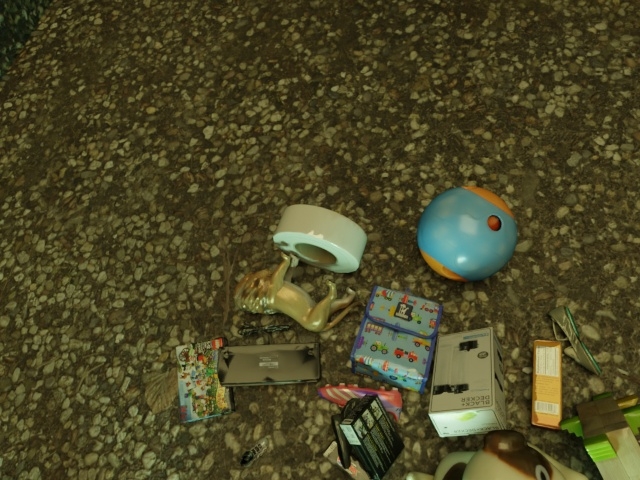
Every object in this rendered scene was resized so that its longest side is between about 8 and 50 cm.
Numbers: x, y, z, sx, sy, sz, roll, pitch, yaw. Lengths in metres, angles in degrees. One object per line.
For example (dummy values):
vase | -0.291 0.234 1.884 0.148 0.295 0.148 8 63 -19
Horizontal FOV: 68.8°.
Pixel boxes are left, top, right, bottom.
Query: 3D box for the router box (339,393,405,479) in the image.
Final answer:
router box | 0.143 0.529 1.263 0.133 0.046 0.178 -33 98 -42

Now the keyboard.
keyboard | -0.160 0.348 1.453 0.318 0.033 0.201 -1 64 -3

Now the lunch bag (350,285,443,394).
lunch bag | 0.238 0.276 1.412 0.221 0.138 0.293 13 57 15

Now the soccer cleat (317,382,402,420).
soccer cleat | 0.113 0.468 1.357 0.248 0.083 0.095 1 71 6

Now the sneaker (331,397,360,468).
sneaker | 0.084 0.527 1.283 0.089 0.051 0.170 -9 75 -18

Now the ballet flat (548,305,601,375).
ballet flat | 0.730 0.295 1.355 0.068 0.072 0.213 -30 61 25

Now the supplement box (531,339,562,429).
supplement box | 0.632 0.402 1.302 0.080 0.078 0.233 3 66 26

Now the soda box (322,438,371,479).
soda box | 0.088 0.630 1.297 0.169 0.060 0.053 36 77 20

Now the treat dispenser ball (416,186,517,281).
treat dispenser ball | 0.437 -0.019 1.406 0.289 0.288 0.288 -3 66 7

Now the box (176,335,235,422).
box | -0.361 0.432 1.460 0.159 0.044 0.233 -14 65 2

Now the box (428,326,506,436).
box | 0.393 0.369 1.241 0.169 0.087 0.290 -16 24 28

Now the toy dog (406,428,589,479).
toy dog | 0.415 0.569 1.071 0.396 0.407 0.284 21 64 16

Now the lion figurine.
lion figurine | -0.077 0.191 1.472 0.392 0.142 0.240 30 95 13

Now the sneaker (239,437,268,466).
sneaker | -0.193 0.611 1.342 0.038 0.069 0.098 37 76 21

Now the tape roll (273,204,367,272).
tape roll | 0.000 0.000 1.468 0.286 0.286 0.100 14 69 14

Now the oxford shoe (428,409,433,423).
oxford shoe | 0.396 0.433 1.319 0.227 0.096 0.083 -39 69 -8

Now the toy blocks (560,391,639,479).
toy blocks | 0.727 0.541 1.108 0.191 0.381 0.260 -28 75 22
